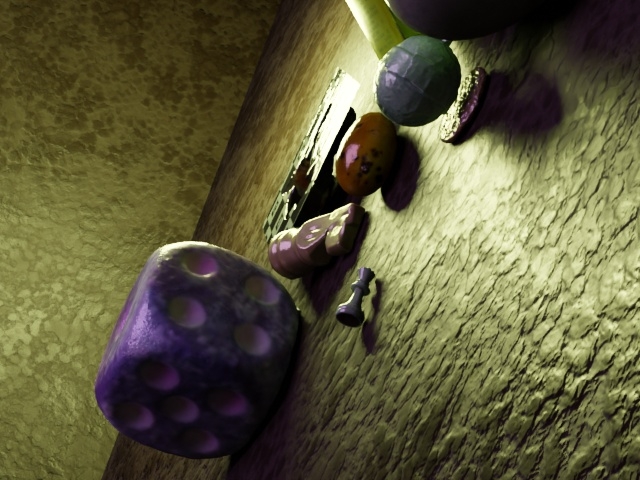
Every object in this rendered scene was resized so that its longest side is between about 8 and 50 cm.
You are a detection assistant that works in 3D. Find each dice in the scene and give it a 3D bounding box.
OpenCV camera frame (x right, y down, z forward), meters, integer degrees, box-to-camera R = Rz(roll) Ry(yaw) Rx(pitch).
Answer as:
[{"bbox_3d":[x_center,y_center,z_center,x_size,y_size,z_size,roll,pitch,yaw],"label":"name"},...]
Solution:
[{"bbox_3d":[-0.210,0.186,1.983,0.270,0.271,0.270,-56,16,38],"label":"dice"}]

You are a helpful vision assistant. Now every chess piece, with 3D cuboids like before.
[{"bbox_3d":[0.000,0.000,1.948,0.200,0.090,0.090,-26,40,52],"label":"chess piece"},{"bbox_3d":[0.054,0.076,1.665,0.042,0.042,0.093,-46,18,55],"label":"chess piece"}]

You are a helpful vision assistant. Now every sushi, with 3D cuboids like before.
[{"bbox_3d":[0.002,-0.138,2.193,0.343,0.064,0.359,-115,49,-76],"label":"sushi"}]

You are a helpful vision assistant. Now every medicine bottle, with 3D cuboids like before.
[{"bbox_3d":[0.114,-0.401,1.779,0.137,0.250,0.141,-30,5,-16],"label":"medicine bottle"}]

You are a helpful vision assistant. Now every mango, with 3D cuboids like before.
[{"bbox_3d":[0.077,-0.145,1.875,0.178,0.090,0.115,-68,3,-47],"label":"mango"}]

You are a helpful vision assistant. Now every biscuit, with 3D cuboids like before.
[{"bbox_3d":[0.198,-0.188,1.625,0.120,0.015,0.120,-60,13,24],"label":"biscuit"}]

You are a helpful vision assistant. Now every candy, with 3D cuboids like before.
[{"bbox_3d":[0.223,-0.347,1.631,0.440,0.119,0.119,-55,12,-4],"label":"candy"}]

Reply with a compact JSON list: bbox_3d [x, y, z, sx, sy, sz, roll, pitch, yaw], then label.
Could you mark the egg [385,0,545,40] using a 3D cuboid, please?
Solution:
[{"bbox_3d":[0.209,-0.409,1.452,0.352,0.258,0.258,-47,22,36],"label":"egg"}]
